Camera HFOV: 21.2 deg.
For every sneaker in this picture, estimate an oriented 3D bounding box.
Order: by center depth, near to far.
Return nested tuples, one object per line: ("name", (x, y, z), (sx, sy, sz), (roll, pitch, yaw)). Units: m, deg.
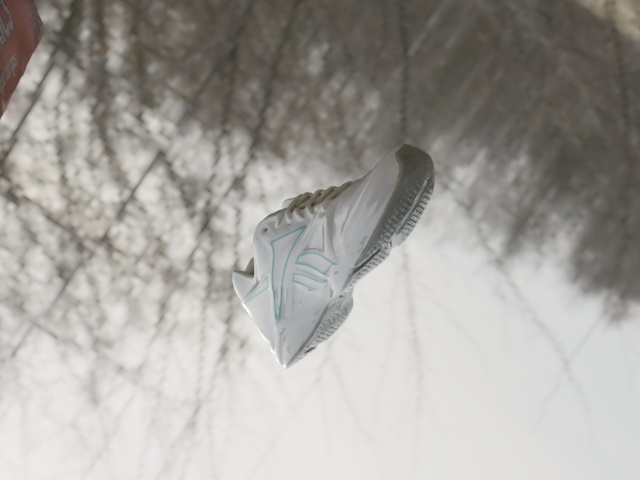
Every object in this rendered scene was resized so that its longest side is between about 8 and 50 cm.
("sneaker", (0.000, 0.000, 0.812), (0.061, 0.152, 0.053), (48, -136, 11))

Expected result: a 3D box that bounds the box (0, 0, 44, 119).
("box", (-0.174, -0.084, 0.540), (0.257, 0.128, 0.123), (-101, -4, -72))
